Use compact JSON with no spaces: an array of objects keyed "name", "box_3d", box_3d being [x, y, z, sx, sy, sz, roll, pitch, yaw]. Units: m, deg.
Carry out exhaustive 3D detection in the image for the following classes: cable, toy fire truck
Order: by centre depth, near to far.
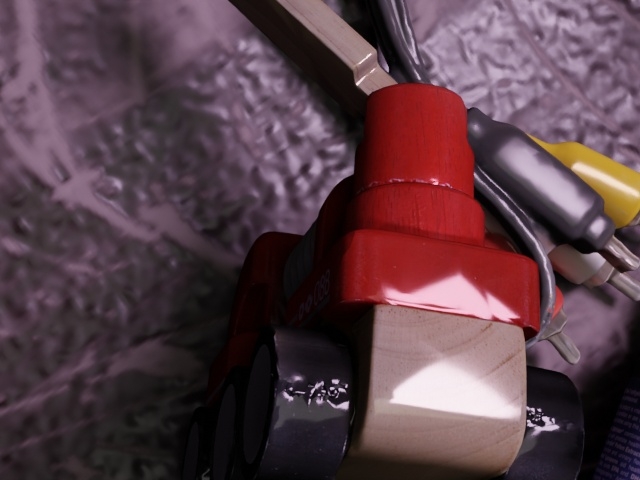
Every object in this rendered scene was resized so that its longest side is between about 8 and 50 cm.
[{"name":"toy fire truck","box_3d":[0.000,0.000,0.495,0.158,0.217,0.246,10,67,-13]},{"name":"cable","box_3d":[0.059,-0.049,0.583,0.287,0.072,0.139,42,80,0]}]

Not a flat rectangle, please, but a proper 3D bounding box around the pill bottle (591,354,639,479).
[{"name":"pill bottle","box_3d":[0.209,0.128,0.577,0.122,0.123,0.219,23,86,-13]}]
